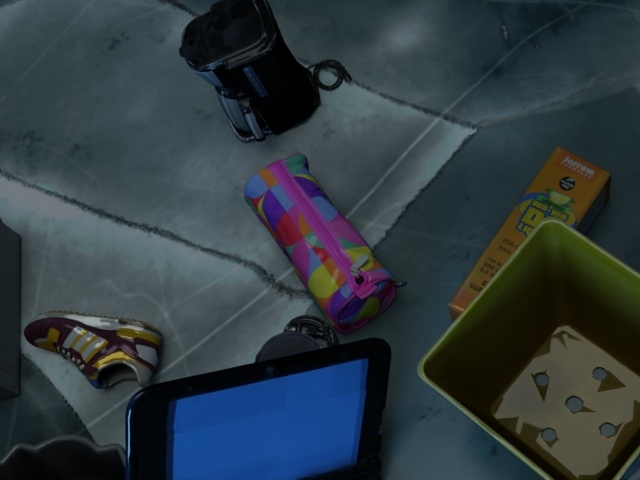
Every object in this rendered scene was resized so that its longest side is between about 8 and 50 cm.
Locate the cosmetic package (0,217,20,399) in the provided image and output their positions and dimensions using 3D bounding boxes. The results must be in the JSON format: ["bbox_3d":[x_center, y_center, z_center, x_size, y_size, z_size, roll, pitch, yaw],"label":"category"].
[{"bbox_3d":[-0.455,0.081,1.317,0.107,0.127,0.238,-16,61,9],"label":"cosmetic package"}]

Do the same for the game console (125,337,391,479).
[{"bbox_3d":[-0.033,0.264,1.015,0.293,0.173,0.250,-9,59,-27],"label":"game console"}]

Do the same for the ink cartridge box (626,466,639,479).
[{"bbox_3d":[0.423,0.294,0.907,0.330,0.071,0.324,-42,92,-6],"label":"ink cartridge box"}]

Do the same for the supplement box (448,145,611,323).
[{"bbox_3d":[0.241,0.010,1.178,0.078,0.080,0.233,30,75,23],"label":"supplement box"}]

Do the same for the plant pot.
[{"bbox_3d":[0.255,0.143,1.051,0.212,0.187,0.212,38,81,26],"label":"plant pot"}]

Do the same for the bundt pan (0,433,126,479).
[{"bbox_3d":[-0.281,0.386,1.117,0.330,0.124,0.331,-8,57,13],"label":"bundt pan"}]

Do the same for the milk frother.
[{"bbox_3d":[-0.027,0.135,1.164,0.129,0.135,0.143,2,66,-17],"label":"milk frother"}]

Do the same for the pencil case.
[{"bbox_3d":[0.000,0.000,1.240,0.104,0.104,0.236,-37,61,-2],"label":"pencil case"}]

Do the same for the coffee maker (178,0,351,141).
[{"bbox_3d":[-0.072,-0.232,1.320,0.171,0.178,0.120,-40,63,-4],"label":"coffee maker"}]

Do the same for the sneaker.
[{"bbox_3d":[-0.291,0.139,1.275,0.185,0.069,0.084,1,61,17],"label":"sneaker"}]
